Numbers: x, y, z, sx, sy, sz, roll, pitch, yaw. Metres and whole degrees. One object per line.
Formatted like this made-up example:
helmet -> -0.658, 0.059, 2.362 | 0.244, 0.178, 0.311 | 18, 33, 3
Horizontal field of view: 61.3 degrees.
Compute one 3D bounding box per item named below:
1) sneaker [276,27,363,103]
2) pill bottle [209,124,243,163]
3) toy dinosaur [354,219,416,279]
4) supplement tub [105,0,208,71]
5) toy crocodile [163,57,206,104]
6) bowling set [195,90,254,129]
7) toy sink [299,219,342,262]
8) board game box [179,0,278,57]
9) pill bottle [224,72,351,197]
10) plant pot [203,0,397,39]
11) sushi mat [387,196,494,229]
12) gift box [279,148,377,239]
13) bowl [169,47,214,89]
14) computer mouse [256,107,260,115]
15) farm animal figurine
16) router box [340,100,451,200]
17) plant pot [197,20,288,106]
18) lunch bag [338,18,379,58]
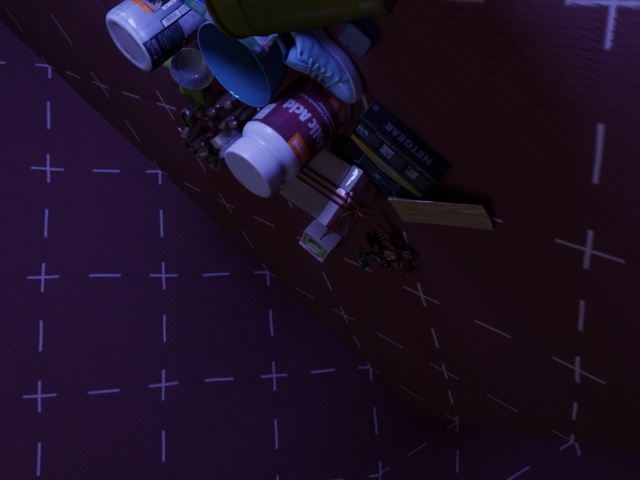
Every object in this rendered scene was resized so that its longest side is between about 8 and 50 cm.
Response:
sneaker -> -0.034, -0.520, 1.556 | 0.366, 0.150, 0.135 | 48, 159, -14
pill bottle -> -0.338, -0.369, 2.361 | 0.283, 0.161, 0.161 | 49, 158, -19
toy dinosaur -> 0.268, 0.032, 2.171 | 0.218, 0.164, 0.322 | 4, 121, 36
supplement tub -> -0.482, -0.710, 1.706 | 0.207, 0.338, 0.207 | 35, 158, 17
toy crocodile -> -0.556, -0.703, 2.191 | 0.115, 0.105, 0.341 | -98, -18, -50
bowling set -> -0.351, -0.491, 2.155 | 0.200, 0.154, 0.287 | 53, 157, -25
toy sink -> 0.000, 0.000, 2.526 | 0.152, 0.131, 0.234 | 41, 159, 4
board game box -> -0.218, -0.642, 1.363 | 0.317, 0.214, 0.046 | 27, -162, -31
pill bottle -> -0.101, -0.333, 1.695 | 0.224, 0.392, 0.224 | 35, 158, 16
plant pot -> -0.015, -0.596, 1.114 | 0.352, 0.367, 0.367 | 11, 149, 17
sushi mat -> 0.381, -0.086, 1.710 | 0.316, 0.019, 0.151 | 7, 155, 32
gift box -> 0.037, -0.148, 1.924 | 0.258, 0.276, 0.255 | 34, -174, 22
bowl -> -0.496, -0.682, 2.102 | 0.080, 0.170, 0.170 | -96, -17, -47
computer mouse -> -0.157, -0.459, 2.022 | 0.184, 0.060, 0.262 | 39, 171, -3
farm animal figurine -> -0.554, -0.463, 2.536 | 0.330, 0.172, 0.326 | 49, 158, -18
router box -> 0.227, -0.259, 1.703 | 0.309, 0.081, 0.243 | 42, 160, 1
plant pot -> -0.201, -0.586, 1.655 | 0.290, 0.195, 0.290 | 36, 158, 17
lunch bag -> 0.099, -0.536, 1.412 | 0.098, 0.065, 0.067 | 41, 139, -5
